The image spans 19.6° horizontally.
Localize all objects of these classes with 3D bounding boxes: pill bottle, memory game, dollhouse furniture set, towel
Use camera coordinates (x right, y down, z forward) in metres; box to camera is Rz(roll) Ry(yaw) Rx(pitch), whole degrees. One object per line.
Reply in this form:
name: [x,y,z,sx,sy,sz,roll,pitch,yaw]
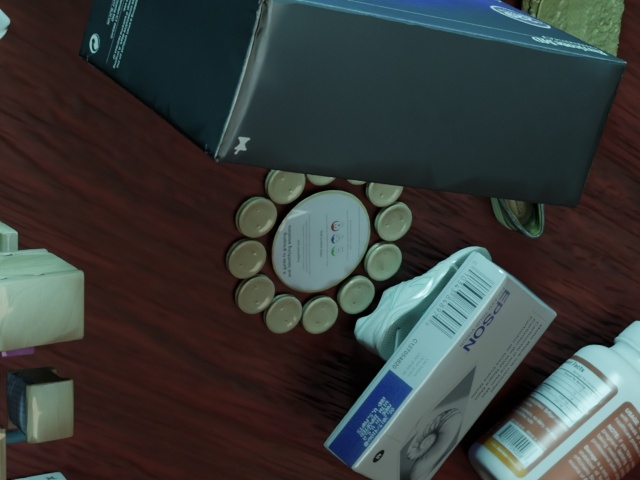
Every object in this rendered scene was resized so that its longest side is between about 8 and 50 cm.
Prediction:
pill bottle: [0.260,0.182,1.813,0.216,0.121,0.121,-40,129,-8]
memory game: [0.000,0.000,1.618,0.186,0.012,0.186,-15,123,-25]
dollhouse furniture set: [-0.314,0.142,1.315,0.198,0.286,0.303,-6,106,-30]
towel: [0.221,-0.177,1.654,0.110,0.027,0.148,-14,121,-27]

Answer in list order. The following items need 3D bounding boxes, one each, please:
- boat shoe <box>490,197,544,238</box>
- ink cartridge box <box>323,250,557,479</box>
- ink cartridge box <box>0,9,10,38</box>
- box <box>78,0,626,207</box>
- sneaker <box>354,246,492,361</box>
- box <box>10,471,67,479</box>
boat shoe: [0.172,-0.066,1.667,0.056,0.049,0.152,-36,128,-11]
ink cartridge box: [0.123,0.133,1.695,0.223,0.045,0.224,-53,153,3]
ink cartridge box: [-0.322,-0.172,1.277,0.127,0.072,0.175,-45,130,-4]
box: [0.019,-0.107,1.099,0.261,0.184,0.103,6,112,-35]
sneaker: [0.091,0.049,1.677,0.152,0.061,0.054,-36,121,-24]
box: [-0.244,0.260,1.544,0.102,0.101,0.087,-5,118,-31]
